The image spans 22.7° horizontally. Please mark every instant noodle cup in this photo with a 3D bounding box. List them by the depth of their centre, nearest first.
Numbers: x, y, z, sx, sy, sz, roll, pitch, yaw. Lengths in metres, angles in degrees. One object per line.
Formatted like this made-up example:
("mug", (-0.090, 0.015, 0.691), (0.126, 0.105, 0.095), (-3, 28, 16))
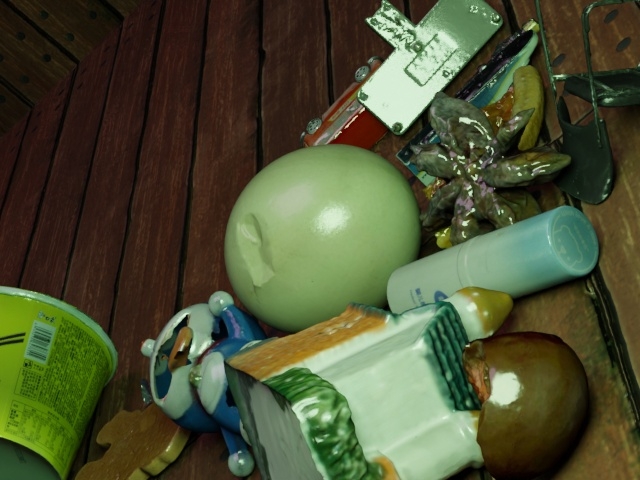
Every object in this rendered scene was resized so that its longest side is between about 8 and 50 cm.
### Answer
("instant noodle cup", (-0.462, 0.238, 2.284), (0.311, 0.311, 0.221), (-30, 38, 38))

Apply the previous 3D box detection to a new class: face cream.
("face cream", (0.178, 0.032, 1.686), (0.250, 0.077, 0.077), (-24, 33, 48))

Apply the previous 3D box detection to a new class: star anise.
("star anise", (0.174, -0.057, 1.757), (0.212, 0.073, 0.196), (15, 103, 41))

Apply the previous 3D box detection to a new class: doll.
("doll", (-0.118, 0.167, 1.908), (0.257, 0.161, 0.215), (-171, 85, -66))

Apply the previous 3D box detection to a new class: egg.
("egg", (0.000, 0.000, 1.879), (0.269, 0.219, 0.219), (-38, 24, 36))

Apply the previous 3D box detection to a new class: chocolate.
("chocolate", (0.179, 0.154, 1.445), (0.127, 0.124, 0.133), (-19, 67, 42))

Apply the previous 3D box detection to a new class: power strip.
("power strip", (0.126, -0.264, 2.160), (0.215, 0.145, 0.061), (-49, -4, 2))

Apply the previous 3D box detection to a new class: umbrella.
("umbrella", (0.231, -0.226, 2.049), (0.144, 0.040, 0.037), (-47, 29, 13))

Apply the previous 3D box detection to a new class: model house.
("model house", (0.081, 0.159, 1.600), (0.301, 0.190, 0.271), (-27, 11, -14))

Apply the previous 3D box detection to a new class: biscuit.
("biscuit", (-0.244, 0.277, 2.126), (0.236, 0.040, 0.144), (-17, 45, 50))

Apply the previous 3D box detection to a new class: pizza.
("pizza", (0.194, -0.101, 1.896), (0.271, 0.056, 0.134), (-55, 31, -15))

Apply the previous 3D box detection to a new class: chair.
("chair", (0.322, -0.164, 1.711), (0.145, 0.221, 0.140), (-8, 18, -13))

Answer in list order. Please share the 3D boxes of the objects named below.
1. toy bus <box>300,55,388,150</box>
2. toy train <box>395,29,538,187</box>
("toy bus", (0.053, -0.168, 2.242), (0.174, 0.079, 0.077), (-47, 32, 6))
("toy train", (0.197, -0.168, 2.007), (0.234, 0.051, 0.052), (-44, 23, 2))
